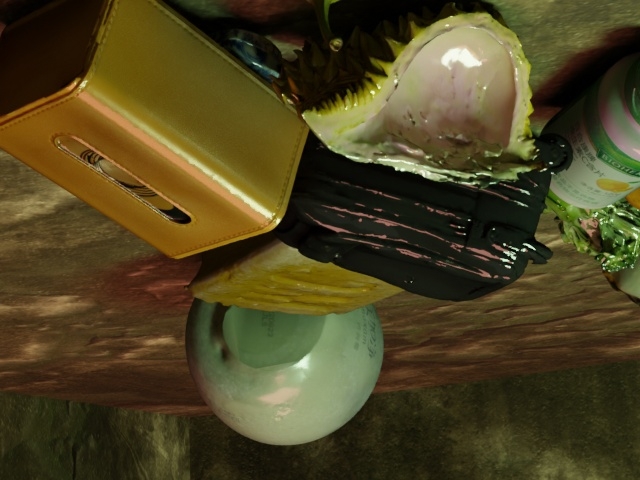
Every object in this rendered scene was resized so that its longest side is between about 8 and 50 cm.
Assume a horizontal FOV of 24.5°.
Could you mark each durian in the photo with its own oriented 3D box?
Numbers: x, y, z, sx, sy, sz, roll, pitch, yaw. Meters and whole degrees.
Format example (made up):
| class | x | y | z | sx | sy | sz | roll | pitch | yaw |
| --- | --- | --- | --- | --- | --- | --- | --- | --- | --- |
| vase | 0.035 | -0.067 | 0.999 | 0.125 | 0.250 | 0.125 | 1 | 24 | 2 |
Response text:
| class | x | y | z | sx | sy | sz | roll | pitch | yaw |
| --- | --- | --- | --- | --- | --- | --- | --- | --- | --- |
| durian | 0.069 | -0.160 | 1.514 | 0.305 | 0.185 | 0.196 | -3 | -165 | -30 |

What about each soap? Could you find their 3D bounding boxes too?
| class | x | y | z | sx | sy | sz | roll | pitch | yaw |
| --- | --- | --- | --- | --- | --- | --- | --- | --- | --- |
| soap | 0.000 | 0.000 | 2.116 | 0.294 | 0.156 | 0.335 | 11 | 160 | -28 |

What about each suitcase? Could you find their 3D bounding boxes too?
| class | x | y | z | sx | sy | sz | roll | pitch | yaw |
| --- | --- | --- | --- | --- | --- | --- | --- | --- | --- |
| suitcase | 0.091 | -0.054 | 1.750 | 0.339 | 0.188 | 0.345 | 16 | 173 | -5 |

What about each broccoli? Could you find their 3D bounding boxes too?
| class | x | y | z | sx | sy | sz | roll | pitch | yaw |
| --- | --- | --- | --- | --- | --- | --- | --- | --- | --- |
| broccoli | 0.340 | -0.069 | 1.972 | 0.304 | 0.145 | 0.165 | 25 | -170 | -41 |

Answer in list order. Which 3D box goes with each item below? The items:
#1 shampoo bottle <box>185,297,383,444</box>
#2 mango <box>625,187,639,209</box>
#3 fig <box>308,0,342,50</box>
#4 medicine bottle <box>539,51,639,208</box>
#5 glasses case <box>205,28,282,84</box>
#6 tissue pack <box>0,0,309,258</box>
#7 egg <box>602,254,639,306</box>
| class | x | y | z | sx | sy | sz | roll | pitch | yaw |
| --- | --- | --- | --- | --- | --- | --- | --- | --- | --- |
| shampoo bottle | -0.063 | 0.171 | 2.431 | 0.323 | 0.322 | 0.317 | -7 | 158 | 17 |
| mango | 0.480 | -0.088 | 1.909 | 0.219 | 0.112 | 0.145 | 2 | 163 | -33 |
| fig | -0.002 | -0.229 | 1.219 | 0.093 | 0.166 | 0.093 | 10 | 130 | 12 |
| medicine bottle | 0.354 | -0.132 | 1.676 | 0.134 | 0.133 | 0.274 | 2 | 164 | -14 |
| glasses case | -0.145 | -0.167 | 1.594 | 0.087 | 0.065 | 0.248 | 25 | 151 | -35 |
| tissue pack | -0.177 | -0.116 | 1.483 | 0.194 | 0.145 | 0.274 | -18 | 139 | 41 |
| egg | 0.567 | 0.005 | 2.205 | 0.264 | 0.174 | 0.286 | -2 | -168 | -13 |
